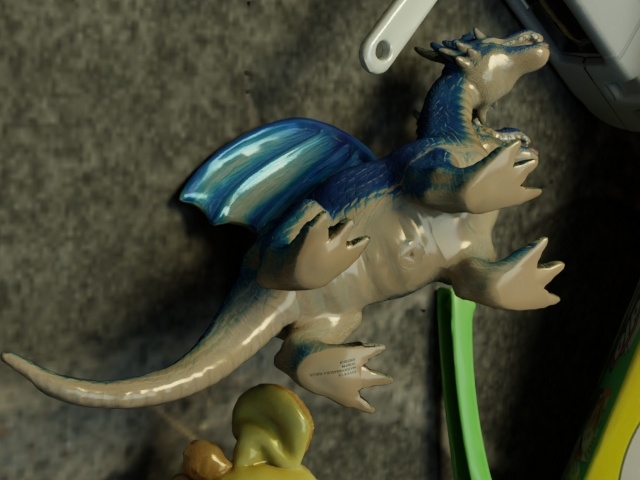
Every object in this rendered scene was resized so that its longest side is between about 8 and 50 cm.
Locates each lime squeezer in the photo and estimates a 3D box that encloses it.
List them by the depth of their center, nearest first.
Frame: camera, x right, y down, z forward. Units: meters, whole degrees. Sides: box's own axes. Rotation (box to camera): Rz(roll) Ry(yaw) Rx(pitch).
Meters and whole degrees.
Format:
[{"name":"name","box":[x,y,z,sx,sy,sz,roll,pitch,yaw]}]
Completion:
[{"name":"lime squeezer","box":[0.046,0.186,0.771,0.110,0.059,0.310,36,73,-41]}]

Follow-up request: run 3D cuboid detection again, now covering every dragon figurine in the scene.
[{"name":"dragon figurine","box":[0.000,0.000,0.673,0.289,0.144,0.085,-28,115,-18]}]

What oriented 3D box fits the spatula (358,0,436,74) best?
[{"name":"spatula","box":[0.056,-0.196,0.671,0.242,0.019,0.168,-56,130,-22]}]

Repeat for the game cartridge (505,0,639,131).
[{"name":"game cartridge","box":[0.129,-0.217,0.785,0.294,0.060,0.196,47,69,-37]}]

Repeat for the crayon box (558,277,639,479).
[{"name":"crayon box","box":[0.315,0.056,0.790,0.106,0.313,0.363,-26,137,-81]}]

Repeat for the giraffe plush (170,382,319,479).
[{"name":"giraffe plush","box":[0.001,0.161,0.662,0.181,0.170,0.210,-49,164,-24]}]
